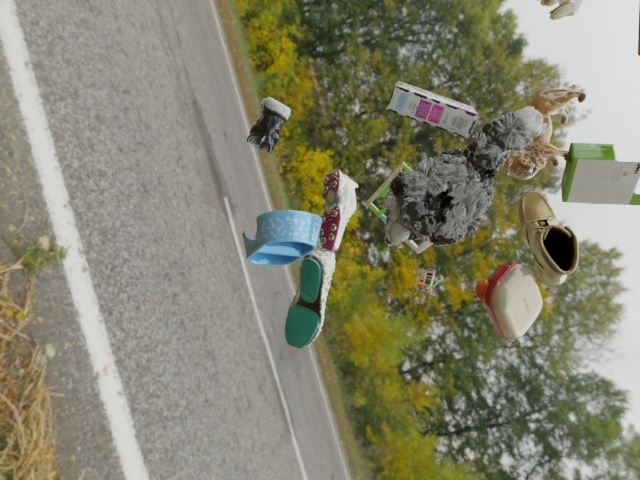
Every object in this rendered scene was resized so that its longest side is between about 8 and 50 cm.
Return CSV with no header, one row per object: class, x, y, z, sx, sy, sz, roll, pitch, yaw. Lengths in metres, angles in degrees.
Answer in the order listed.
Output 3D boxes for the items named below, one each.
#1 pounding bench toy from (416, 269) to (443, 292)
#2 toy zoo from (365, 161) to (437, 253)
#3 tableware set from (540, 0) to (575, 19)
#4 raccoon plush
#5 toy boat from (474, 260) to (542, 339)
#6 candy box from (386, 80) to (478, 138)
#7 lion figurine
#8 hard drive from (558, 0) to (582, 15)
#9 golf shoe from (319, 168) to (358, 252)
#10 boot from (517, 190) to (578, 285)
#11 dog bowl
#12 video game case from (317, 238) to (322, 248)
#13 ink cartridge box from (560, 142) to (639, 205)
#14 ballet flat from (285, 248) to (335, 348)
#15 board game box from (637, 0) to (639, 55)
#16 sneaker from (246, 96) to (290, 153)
pounding bench toy,0.388,0.150,1.716,0.052,0.083,0.065,62,42,-53
toy zoo,0.316,-0.092,1.603,0.293,0.192,0.030,43,22,4
tableware set,0.637,-0.623,1.225,0.168,0.141,0.020,-1,73,-47
raccoon plush,0.353,-0.133,1.251,0.216,0.446,0.299,62,5,-1
toy boat,0.474,0.149,1.266,0.151,0.151,0.231,26,-24,51
candy box,0.306,-0.365,1.333,0.159,0.233,0.071,-63,172,-65
lion figurine,0.805,-0.406,1.772,0.142,0.239,0.393,167,-67,-81
hard drive,0.650,-0.808,1.256,0.353,0.047,0.233,37,77,-44
golf shoe,0.076,-0.100,1.737,0.140,0.115,0.307,18,73,-37
boot,0.572,-0.025,1.222,0.203,0.095,0.262,35,46,-68
dog bowl,-0.105,0.002,1.251,0.297,0.165,0.074,147,-54,-61
video game case,0.000,0.000,1.824,0.087,0.122,0.011,-11,65,-45
ink cartridge box,0.950,-0.216,1.595,0.189,0.254,0.097,77,25,-44
ballet flat,-0.021,0.206,1.714,0.147,0.146,0.409,-96,-161,-59
board game box,1.239,-0.720,1.435,0.356,0.356,0.357,114,1,-59
sneaker,-0.168,-0.360,1.520,0.153,0.101,0.268,-62,-168,7
